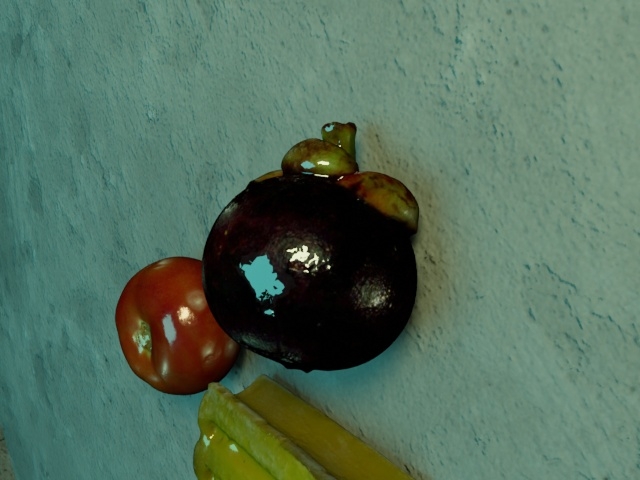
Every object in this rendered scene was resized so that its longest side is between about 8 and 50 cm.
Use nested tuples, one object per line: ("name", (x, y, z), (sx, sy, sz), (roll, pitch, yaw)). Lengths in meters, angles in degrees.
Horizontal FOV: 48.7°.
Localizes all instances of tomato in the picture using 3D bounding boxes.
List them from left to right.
("tomato", (-0.184, 0.113, 0.948), (0.195, 0.136, 0.195), (13, 108, 44))

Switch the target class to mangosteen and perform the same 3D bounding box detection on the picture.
("mangosteen", (0.000, 0.000, 0.680), (0.211, 0.211, 0.250), (2, 71, 49))

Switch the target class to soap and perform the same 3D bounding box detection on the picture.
("soap", (-0.035, 0.328, 0.822), (0.281, 0.143, 0.259), (26, 113, 42))
